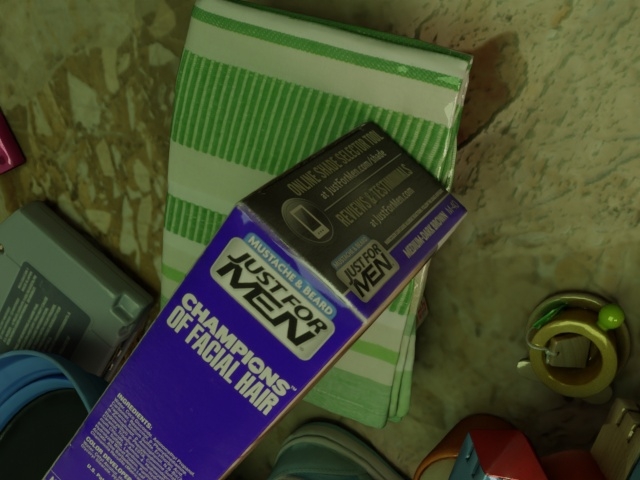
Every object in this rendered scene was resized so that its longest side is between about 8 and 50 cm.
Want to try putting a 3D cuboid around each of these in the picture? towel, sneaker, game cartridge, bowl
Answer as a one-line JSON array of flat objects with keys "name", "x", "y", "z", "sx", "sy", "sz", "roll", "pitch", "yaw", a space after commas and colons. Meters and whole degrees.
[{"name": "towel", "x": -0.018, "y": -0.018, "z": 0.706, "sx": 0.248, "sy": 0.038, "sz": 0.325, "roll": 19, "pitch": 119, "yaw": 20}, {"name": "sneaker", "x": 0.058, "y": 0.322, "z": 0.781, "sx": 0.319, "sy": 0.208, "sz": 0.127, "roll": 32, "pitch": 118, "yaw": 11}, {"name": "game cartridge", "x": -0.320, "y": 0.105, "z": 0.970, "sx": 0.196, "sy": 0.060, "sz": 0.294, "roll": 38, "pitch": 121, "yaw": 4}, {"name": "bowl", "x": -0.295, "y": 0.304, "z": 0.846, "sx": 0.391, "sy": 0.077, "sz": 0.391, "roll": -15, "pitch": 66, "yaw": 38}]

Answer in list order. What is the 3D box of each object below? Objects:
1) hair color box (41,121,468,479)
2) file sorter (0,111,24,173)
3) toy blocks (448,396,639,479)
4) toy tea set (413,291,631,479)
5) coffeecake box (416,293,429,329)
[{"name": "hair color box", "x": -0.057, "y": 0.085, "z": 0.638, "sx": 0.110, "sy": 0.185, "sz": 0.339, "roll": 42, "pitch": 125, "yaw": 6}, {"name": "file sorter", "x": -0.506, "y": -0.105, "z": 0.901, "sx": 0.290, "sy": 0.182, "sz": 0.202, "roll": -18, "pitch": 100, "yaw": 30}, {"name": "toy blocks", "x": 0.227, "y": 0.234, "z": 0.614, "sx": 0.381, "sy": 0.191, "sz": 0.261, "roll": 12, "pitch": 114, "yaw": -10}, {"name": "toy tea set", "x": 0.211, "y": 0.167, "z": 0.696, "sx": 0.200, "sy": 0.124, "sz": 0.336, "roll": 33, "pitch": 120, "yaw": 11}, {"name": "coffeecake box", "x": 0.000, "y": 0.000, "z": 0.765, "sx": 0.142, "sy": 0.068, "sz": 0.185, "roll": -9, "pitch": 105, "yaw": 27}]
